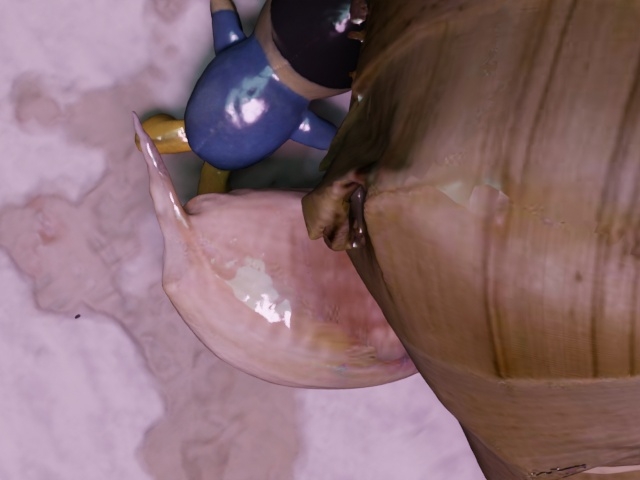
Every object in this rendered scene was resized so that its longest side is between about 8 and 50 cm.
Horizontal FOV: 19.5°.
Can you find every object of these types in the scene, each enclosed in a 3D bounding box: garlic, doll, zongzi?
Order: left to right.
[{"bbox_3d":[-0.013,-0.088,0.918,0.179,0.089,0.102,-37,99,27],"label":"doll"},{"bbox_3d":[-0.009,0.008,0.901,0.198,0.090,0.128,4,96,-27],"label":"garlic"},{"bbox_3d":[0.152,-0.092,0.911,0.218,0.467,0.500,8,63,11],"label":"zongzi"}]
